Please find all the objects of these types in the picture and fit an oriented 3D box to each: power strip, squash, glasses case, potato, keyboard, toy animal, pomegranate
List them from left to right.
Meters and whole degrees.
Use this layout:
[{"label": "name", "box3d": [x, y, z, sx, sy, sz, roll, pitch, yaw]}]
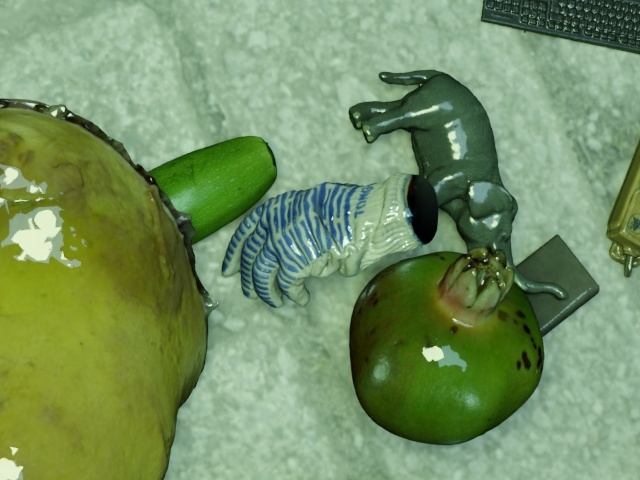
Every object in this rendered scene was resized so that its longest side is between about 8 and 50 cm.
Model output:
[{"label": "potato", "box3d": [-0.227, 0.118, 1.049, 0.290, 0.296, 0.397, 9, 107, -8]}, {"label": "squash", "box3d": [-0.164, -0.014, 1.223, 0.292, 0.082, 0.082, -30, 92, -11]}, {"label": "toy animal", "box3d": [0.120, -0.042, 1.272, 0.137, 0.082, 0.269, -24, 86, -8]}, {"label": "pomegranate", "box3d": [0.115, 0.081, 1.169, 0.180, 0.209, 0.180, 8, 55, -12]}, {"label": "glasses case", "box3d": [0.178, 0.077, 1.299, 0.191, 0.042, 0.072, -37, 82, -11]}, {"label": "keyboard", "box3d": [0.261, -0.231, 1.353, 0.202, 0.011, 0.067, 10, 83, -10]}, {"label": "power strip", "box3d": [0.359, -0.105, 1.345, 0.064, 0.044, 0.305, 24, 82, -9]}]

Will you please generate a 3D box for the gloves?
[{"label": "gloves", "box3d": [0.000, -0.005, 1.208, 0.097, 0.229, 0.119, 53, 34, -19]}]
